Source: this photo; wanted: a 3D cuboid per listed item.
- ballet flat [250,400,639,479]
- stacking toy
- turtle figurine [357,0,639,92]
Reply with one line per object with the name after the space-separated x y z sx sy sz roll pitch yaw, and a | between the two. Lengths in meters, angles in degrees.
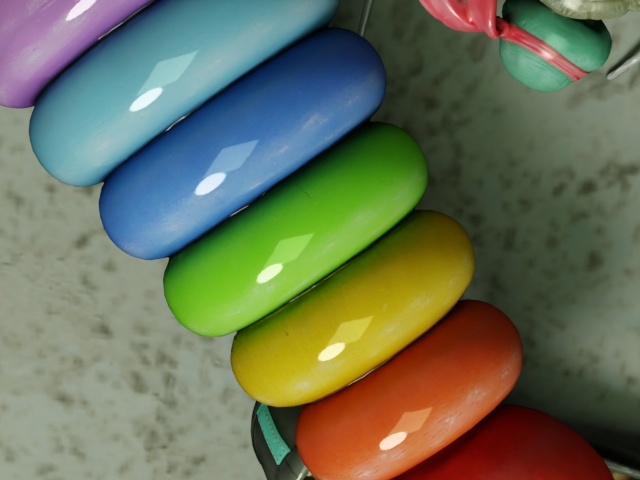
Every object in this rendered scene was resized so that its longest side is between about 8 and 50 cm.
0.101 0.128 0.678 0.280 0.096 0.095 18 109 -6 | ballet flat
0.000 0.000 0.574 0.141 0.141 0.330 -35 93 13 | stacking toy
0.113 -0.134 0.577 0.175 0.118 0.234 27 103 -8 | turtle figurine
